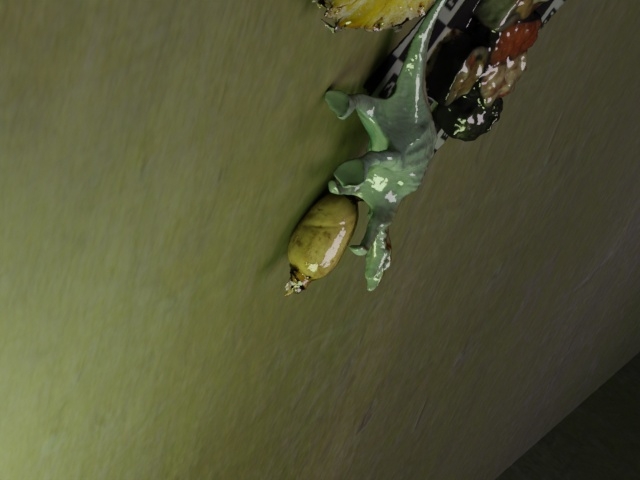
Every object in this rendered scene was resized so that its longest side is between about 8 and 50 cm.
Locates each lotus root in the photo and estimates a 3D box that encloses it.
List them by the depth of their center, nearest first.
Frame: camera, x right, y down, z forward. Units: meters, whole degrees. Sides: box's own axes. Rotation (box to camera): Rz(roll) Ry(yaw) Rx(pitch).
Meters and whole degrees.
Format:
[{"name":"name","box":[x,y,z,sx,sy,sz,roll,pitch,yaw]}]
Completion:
[{"name":"lotus root","box":[0.000,0.000,1.934,0.152,0.063,0.072,-59,-177,-2]}]

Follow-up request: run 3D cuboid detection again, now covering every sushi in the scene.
[{"name":"sushi","box":[0.207,-0.220,2.005,0.339,0.069,0.320,-49,159,-9]}]

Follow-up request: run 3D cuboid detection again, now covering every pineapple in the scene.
[{"name":"pineapple","box":[0.073,-0.277,1.596,0.221,0.047,0.221,-27,155,-14]}]

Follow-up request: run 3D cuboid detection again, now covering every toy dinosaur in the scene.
[{"name":"toy dinosaur","box":[0.077,-0.128,1.833,0.205,0.092,0.393,1,109,-59]}]
